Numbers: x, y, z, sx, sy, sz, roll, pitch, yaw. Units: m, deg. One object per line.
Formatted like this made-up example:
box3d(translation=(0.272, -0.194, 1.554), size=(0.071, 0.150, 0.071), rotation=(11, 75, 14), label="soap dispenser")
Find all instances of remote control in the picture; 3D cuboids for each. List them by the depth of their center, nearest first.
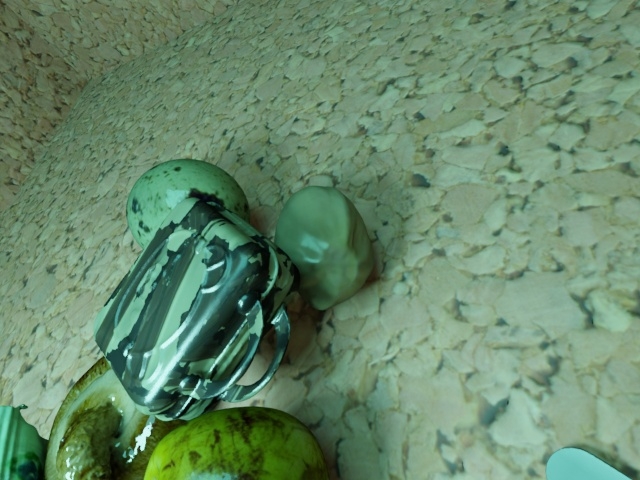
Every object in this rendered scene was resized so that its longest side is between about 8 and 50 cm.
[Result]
box3d(translation=(0.399, 0.348, 0.505), size=(0.245, 0.022, 0.077), rotation=(28, 73, 42), label="remote control")

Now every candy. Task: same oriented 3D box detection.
box3d(translation=(-0.662, 0.557, 0.850), size=(0.397, 0.172, 0.263), rotation=(-59, 35, 26), label="candy")

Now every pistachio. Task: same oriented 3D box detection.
box3d(translation=(0.000, 0.000, 0.903), size=(0.331, 0.208, 0.226), rotation=(-106, 29, -47), label="pistachio")

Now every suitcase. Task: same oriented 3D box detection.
box3d(translation=(-0.200, 0.135, 0.748), size=(0.339, 0.194, 0.351), rotation=(34, 89, 35), label="suitcase")

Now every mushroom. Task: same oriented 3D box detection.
box3d(translation=(-0.416, 0.380, 0.875), size=(0.345, 0.239, 0.345), rotation=(-10, 34, 7), label="mushroom")

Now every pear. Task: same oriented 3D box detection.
box3d(translation=(-0.127, 0.384, 0.628), size=(0.284, 0.283, 0.283), rotation=(-17, 50, 21), label="pear")

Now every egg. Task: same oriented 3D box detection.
box3d(translation=(-0.351, -0.070, 1.098), size=(0.379, 0.287, 0.287), rotation=(9, 63, 36), label="egg")
